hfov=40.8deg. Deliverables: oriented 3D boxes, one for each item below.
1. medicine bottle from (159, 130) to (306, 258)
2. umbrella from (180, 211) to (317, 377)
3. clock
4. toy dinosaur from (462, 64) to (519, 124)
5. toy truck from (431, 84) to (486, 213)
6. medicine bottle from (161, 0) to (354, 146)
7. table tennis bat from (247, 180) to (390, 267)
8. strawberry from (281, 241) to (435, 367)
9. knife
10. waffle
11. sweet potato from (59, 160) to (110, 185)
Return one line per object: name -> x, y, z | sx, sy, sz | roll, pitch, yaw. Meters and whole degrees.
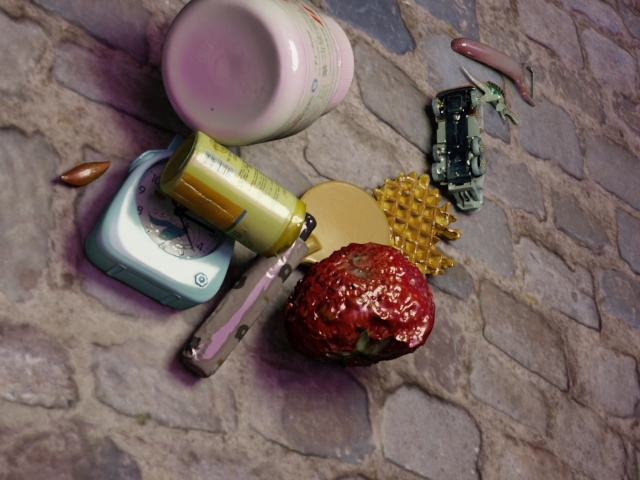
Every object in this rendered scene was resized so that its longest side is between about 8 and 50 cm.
medicine bottle -> -0.135, -0.066, 1.390 | 0.239, 0.124, 0.124 | 35, 58, -21
umbrella -> -0.114, 0.085, 1.462 | 0.073, 0.067, 0.337 | 48, 68, -27
clock -> -0.244, -0.039, 1.439 | 0.224, 0.094, 0.274 | 34, 56, -23
toy dinosaur -> 0.410, -0.348, 2.044 | 0.187, 0.044, 0.106 | 51, 39, 4
toy truck -> 0.313, -0.198, 1.878 | 0.140, 0.108, 0.256 | 37, 50, -58
medicine bottle -> -0.091, -0.299, 1.480 | 0.256, 0.256, 0.325 | 65, 26, 0
table tennis bat -> 0.000, 0.000, 1.608 | 0.321, 0.050, 0.198 | -26, 86, -33
strawberry -> 0.070, 0.110, 1.510 | 0.274, 0.274, 0.220 | 13, 65, -32
knife -> 0.434, -0.435, 2.080 | 0.278, 0.053, 0.123 | 21, 58, -30
waffle -> 0.189, -0.028, 1.771 | 0.232, 0.051, 0.228 | -20, 88, -37
sweet potato -> -0.380, -0.109, 1.400 | 0.095, 0.034, 0.034 | -26, 91, -37
